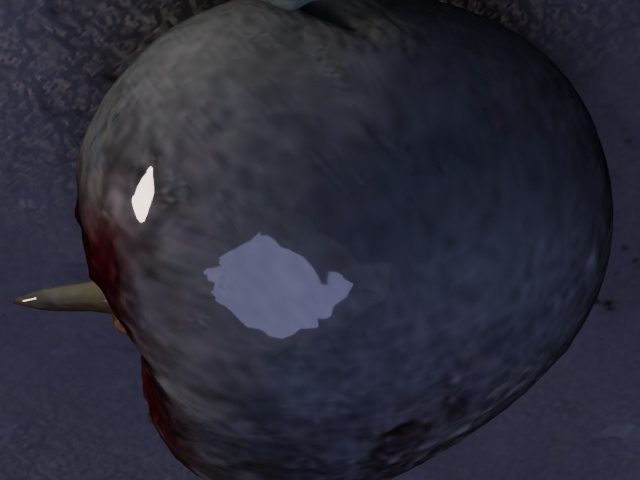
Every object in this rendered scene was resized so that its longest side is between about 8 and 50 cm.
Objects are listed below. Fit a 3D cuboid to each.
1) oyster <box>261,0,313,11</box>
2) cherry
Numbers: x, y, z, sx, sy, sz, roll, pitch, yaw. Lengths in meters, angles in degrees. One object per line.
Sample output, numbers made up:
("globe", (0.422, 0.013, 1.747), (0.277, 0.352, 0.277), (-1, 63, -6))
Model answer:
("oyster", (-0.061, -0.202, 0.754), (0.268, 0.112, 0.198), (22, 121, -18))
("cherry", (0.000, 0.000, 0.868), (0.296, 0.218, 0.255), (-20, 126, -8))
